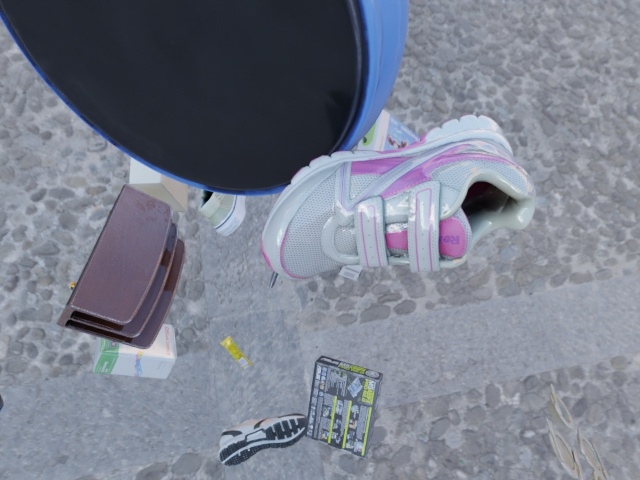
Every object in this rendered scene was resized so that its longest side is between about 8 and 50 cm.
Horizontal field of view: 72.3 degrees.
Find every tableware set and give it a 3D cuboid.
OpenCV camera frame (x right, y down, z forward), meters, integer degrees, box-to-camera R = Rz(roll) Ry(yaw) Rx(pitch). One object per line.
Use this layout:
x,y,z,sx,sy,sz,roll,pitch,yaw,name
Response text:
0.368,0.298,0.618,0.169,0.020,0.141,49,28,-5,tableware set

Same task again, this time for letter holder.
-0.411,0.067,0.993,0.214,0.152,0.302,26,54,-25,letter holder

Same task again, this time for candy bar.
-0.283,0.387,1.491,0.040,0.161,0.018,-36,34,-11,candy bar

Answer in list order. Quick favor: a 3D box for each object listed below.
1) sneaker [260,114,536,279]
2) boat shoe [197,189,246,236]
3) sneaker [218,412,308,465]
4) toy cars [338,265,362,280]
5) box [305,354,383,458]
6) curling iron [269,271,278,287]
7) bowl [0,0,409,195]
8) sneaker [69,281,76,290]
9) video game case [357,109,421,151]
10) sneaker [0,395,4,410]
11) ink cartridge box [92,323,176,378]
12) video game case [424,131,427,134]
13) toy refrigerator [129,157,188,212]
0.071,-0.025,0.376,0.252,0.103,0.111,-23,39,-2,sneaker
-0.245,-0.115,1.082,0.109,0.302,0.094,-40,118,5,boat shoe
-0.068,0.224,0.519,0.109,0.044,0.040,-11,107,-15,sneaker
0.236,0.038,1.810,0.393,0.087,0.176,-28,108,6,toy cars
0.072,0.530,1.406,0.216,0.060,0.270,11,100,19,box
-0.150,0.070,1.786,0.035,0.068,0.274,25,95,39,curling iron
-0.120,-0.194,0.400,0.391,0.391,0.077,22,54,-1,bowl
-0.666,0.090,1.332,0.083,0.084,0.215,42,80,-37,sneaker
0.198,-0.194,1.214,0.269,0.061,0.244,17,84,-46,video game case
-1.123,0.584,1.458,0.067,0.078,0.188,7,24,-12,sneaker
-0.554,0.321,1.317,0.212,0.093,0.154,15,27,-31,ink cartridge box
0.461,-0.342,1.578,0.157,0.143,0.019,26,106,-10,video game case
-0.477,-0.170,1.306,0.094,0.269,0.102,-2,78,-3,toy refrigerator
